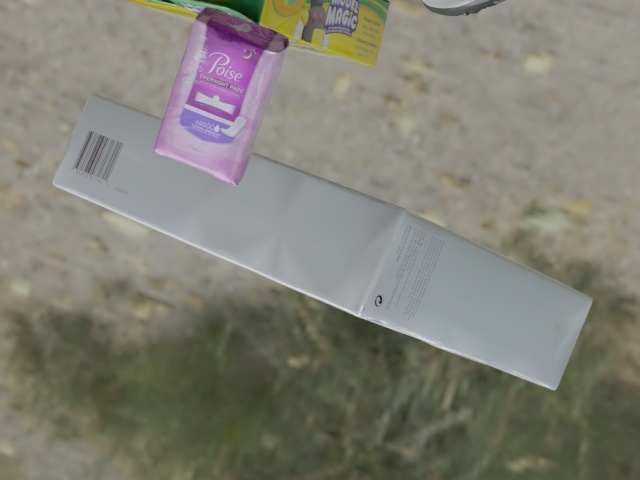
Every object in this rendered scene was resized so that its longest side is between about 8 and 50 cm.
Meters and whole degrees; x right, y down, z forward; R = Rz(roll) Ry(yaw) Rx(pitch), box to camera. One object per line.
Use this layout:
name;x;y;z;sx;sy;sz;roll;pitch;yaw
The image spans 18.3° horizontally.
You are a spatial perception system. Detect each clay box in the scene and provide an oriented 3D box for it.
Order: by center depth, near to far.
clay box;-0.055;-0.162;1.294;0.127;0.053;0.222;15;-178;23

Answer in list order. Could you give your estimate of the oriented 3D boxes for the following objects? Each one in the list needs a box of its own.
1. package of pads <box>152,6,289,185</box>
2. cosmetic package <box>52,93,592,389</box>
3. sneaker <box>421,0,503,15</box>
package of pads;-0.052;-0.075;1.040;0.050;0.083;0.032;21;-157;2
cosmetic package;0.000;0.000;1.688;0.377;0.097;0.284;22;177;40
sneaker;0.178;-0.382;1.817;0.257;0.169;0.447;51;148;-11
